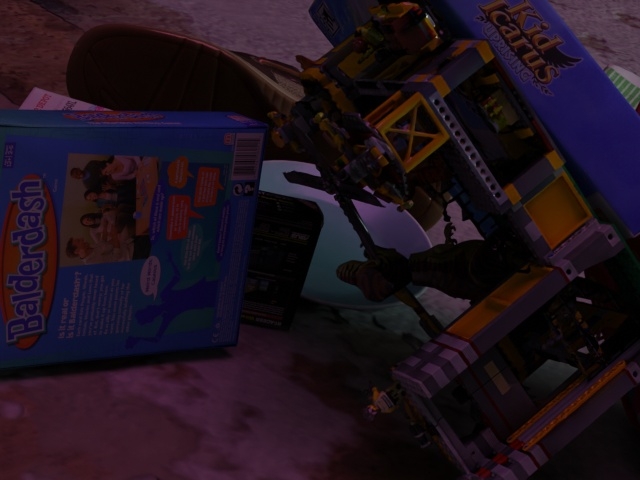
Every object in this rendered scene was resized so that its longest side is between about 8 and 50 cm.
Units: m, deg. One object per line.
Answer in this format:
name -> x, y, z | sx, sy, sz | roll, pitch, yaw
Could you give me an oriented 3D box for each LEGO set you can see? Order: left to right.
LEGO set -> 0.063, 0.019, 1.111 | 0.192, 0.331, 0.255 | -38, 24, -12

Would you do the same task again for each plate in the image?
plate -> 0.000, 0.000, 1.341 | 0.188, 0.024, 0.188 | 15, 35, -10

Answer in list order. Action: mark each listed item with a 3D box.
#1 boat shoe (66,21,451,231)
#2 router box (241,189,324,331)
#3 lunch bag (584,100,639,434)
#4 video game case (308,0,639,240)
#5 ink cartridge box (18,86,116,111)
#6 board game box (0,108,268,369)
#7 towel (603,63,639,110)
boat shoe -> -0.053, -0.101, 1.463 | 0.342, 0.123, 0.123 | 17, 13, -9
router box -> -0.068, 0.008, 1.214 | 0.123, 0.092, 0.038 | 12, 22, -14
lunch bag -> 0.274, 0.048, 1.172 | 0.120, 0.258, 0.293 | 2, 46, -16
video game case -> 0.112, -0.104, 1.182 | 0.269, 0.061, 0.244 | 51, -14, 0
ink cartridge box -> -0.183, -0.048, 1.263 | 0.143, 0.089, 0.092 | 17, 22, -3
board game box -> -0.138, -0.004, 1.095 | 0.210, 0.160, 0.047 | -2, 17, -41
towel -> 0.407, -0.121, 1.940 | 0.248, 0.038, 0.325 | 23, 22, 11
